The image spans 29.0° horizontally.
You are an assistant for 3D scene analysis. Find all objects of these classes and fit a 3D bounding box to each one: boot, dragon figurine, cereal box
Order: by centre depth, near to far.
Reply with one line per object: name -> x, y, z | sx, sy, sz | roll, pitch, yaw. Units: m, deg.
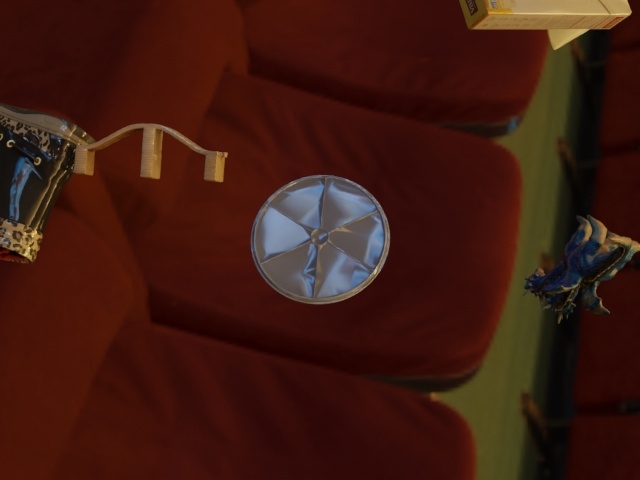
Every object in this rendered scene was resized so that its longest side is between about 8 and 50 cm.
boot -> -0.402, -0.075, 1.526 | 0.085, 0.236, 0.178 | 40, 66, -54
cereal box -> 0.261, -0.345, 1.526 | 0.240, 0.047, 0.173 | -7, 74, -33
dragon figurine -> 0.349, 0.048, 1.633 | 0.144, 0.085, 0.289 | -63, -174, 2

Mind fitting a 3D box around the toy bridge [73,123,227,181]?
toy bridge -> -0.195, -0.103, 1.437 | 0.026, 0.188, 0.063 | 8, 86, -73

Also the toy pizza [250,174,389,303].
toy pizza -> 0.000, 0.000, 1.792 | 0.032, 0.201, 0.201 | 79, 15, -67

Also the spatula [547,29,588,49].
spatula -> 0.374, -0.387, 1.656 | 0.168, 0.242, 0.019 | 60, -9, -12
